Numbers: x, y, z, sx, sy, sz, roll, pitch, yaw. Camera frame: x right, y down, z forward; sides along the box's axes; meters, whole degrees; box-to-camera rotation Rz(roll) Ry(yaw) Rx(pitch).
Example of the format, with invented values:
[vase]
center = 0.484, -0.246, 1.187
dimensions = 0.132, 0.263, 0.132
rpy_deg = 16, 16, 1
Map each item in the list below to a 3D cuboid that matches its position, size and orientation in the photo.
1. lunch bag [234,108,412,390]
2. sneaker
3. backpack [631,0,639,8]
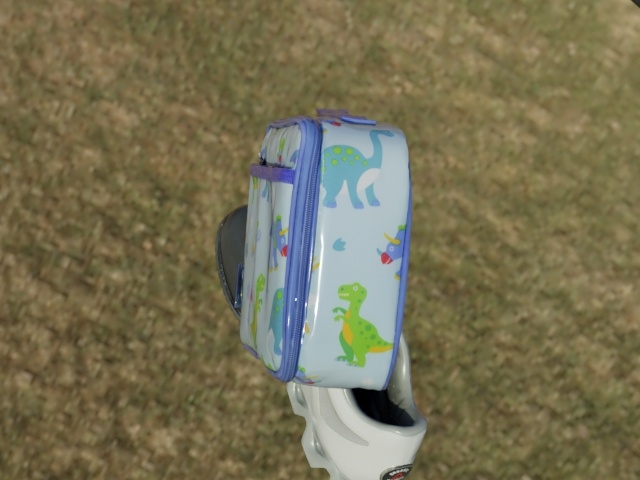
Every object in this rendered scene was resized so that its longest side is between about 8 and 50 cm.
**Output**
[lunch bag]
center = 0.000, 0.000, 0.989
dimensions = 0.090, 0.176, 0.219
rpy_deg = 6, 5, -9
[sneaker]
center = 0.013, 0.079, 1.448
dimensions = 0.122, 0.146, 0.330
rpy_deg = -14, 63, -35
[backpack]
center = 0.341, -0.230, 0.846
dimensions = 0.290, 0.355, 0.273
rpy_deg = 34, 20, -27
